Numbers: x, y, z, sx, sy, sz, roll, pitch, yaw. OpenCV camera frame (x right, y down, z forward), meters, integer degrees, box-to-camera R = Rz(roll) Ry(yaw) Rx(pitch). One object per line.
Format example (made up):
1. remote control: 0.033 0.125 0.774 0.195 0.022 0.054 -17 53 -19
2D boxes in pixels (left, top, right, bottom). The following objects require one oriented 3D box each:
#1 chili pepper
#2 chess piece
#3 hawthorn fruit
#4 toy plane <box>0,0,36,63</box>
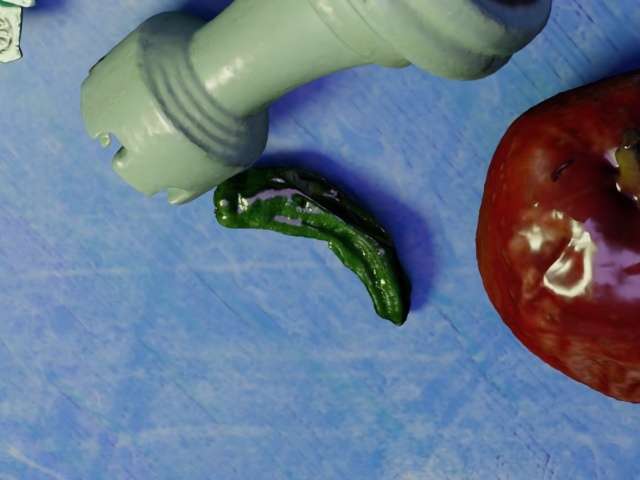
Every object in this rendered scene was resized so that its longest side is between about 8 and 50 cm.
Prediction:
1. chili pepper: 0.006 -0.003 1.170 0.182 0.050 0.073 35 112 -14
2. chess piece: -0.018 -0.140 1.029 0.299 0.194 0.194 -31 111 33
3. hawthorn fruit: 0.206 -0.020 1.022 0.230 0.210 0.266 6 157 21
4. toy plane: -0.175 -0.277 1.014 0.155 0.106 0.382 21 120 2
